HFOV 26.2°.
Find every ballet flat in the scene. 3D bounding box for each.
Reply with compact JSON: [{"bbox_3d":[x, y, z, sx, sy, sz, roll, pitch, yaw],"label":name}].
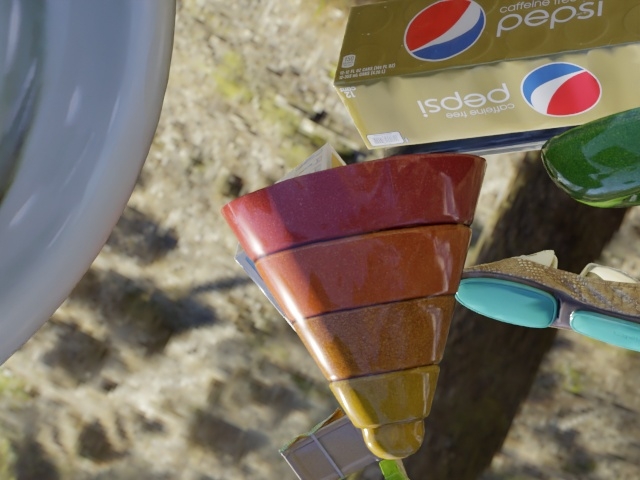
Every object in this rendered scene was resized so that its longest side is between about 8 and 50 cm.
[{"bbox_3d":[0.223,0.047,1.251,0.206,0.067,0.073,16,145,5],"label":"ballet flat"}]

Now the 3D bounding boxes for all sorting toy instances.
[{"bbox_3d":[0.140,0.011,0.568,0.366,0.126,0.127,-11,173,18],"label":"sorting toy"}]

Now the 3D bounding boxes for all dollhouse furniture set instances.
[{"bbox_3d":[0.028,0.196,1.194,0.151,0.076,0.058,56,-172,-28],"label":"dollhouse furniture set"}]

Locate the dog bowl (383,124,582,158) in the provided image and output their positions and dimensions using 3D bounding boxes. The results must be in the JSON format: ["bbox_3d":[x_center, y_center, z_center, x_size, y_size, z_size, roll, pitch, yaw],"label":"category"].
[{"bbox_3d":[0.252,-0.167,1.280,0.408,0.150,0.408,-7,-178,0],"label":"dog bowl"}]

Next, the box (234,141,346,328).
[{"bbox_3d":[0.000,0.000,1.271,0.114,0.103,0.203,51,-170,-12],"label":"box"}]

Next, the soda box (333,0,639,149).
[{"bbox_3d":[0.103,-0.097,0.728,0.181,0.061,0.058,-5,142,23],"label":"soda box"}]

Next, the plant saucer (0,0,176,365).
[{"bbox_3d":[-0.261,-0.104,0.540,0.400,0.400,0.100,34,171,-22],"label":"plant saucer"}]
